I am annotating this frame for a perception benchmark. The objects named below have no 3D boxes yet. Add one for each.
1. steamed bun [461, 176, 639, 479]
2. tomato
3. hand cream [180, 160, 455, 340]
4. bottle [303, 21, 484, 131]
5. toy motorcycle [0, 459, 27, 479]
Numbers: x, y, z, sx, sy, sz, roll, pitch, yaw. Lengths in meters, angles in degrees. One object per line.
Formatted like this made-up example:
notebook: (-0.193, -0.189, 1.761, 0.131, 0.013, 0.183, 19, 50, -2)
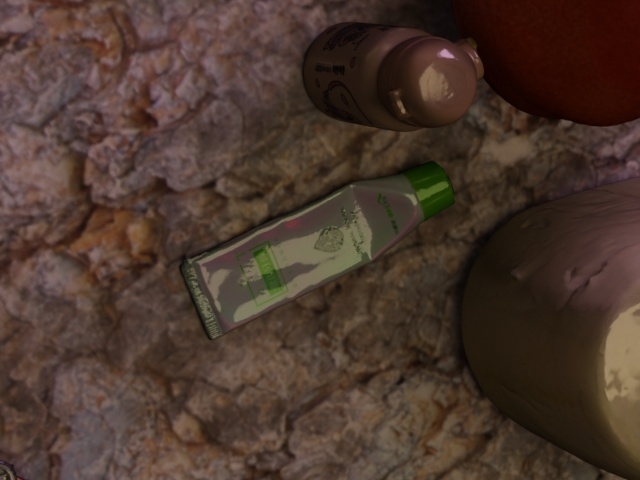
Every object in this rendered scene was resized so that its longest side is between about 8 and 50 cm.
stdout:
steamed bun: (0.398, 0.101, 1.805, 0.456, 0.371, 0.290, -12, 104, -19)
tomato: (0.282, -0.270, 1.712, 0.341, 0.341, 0.273, -37, 109, -15)
hand cream: (0.000, 0.000, 1.791, 0.275, 0.050, 0.079, -26, 81, -14)
bottle: (0.074, -0.152, 1.703, 0.110, 0.209, 0.097, -31, 110, -18)
toy motorcycle: (-0.311, 0.273, 1.660, 0.298, 0.089, 0.171, 29, 87, -25)
